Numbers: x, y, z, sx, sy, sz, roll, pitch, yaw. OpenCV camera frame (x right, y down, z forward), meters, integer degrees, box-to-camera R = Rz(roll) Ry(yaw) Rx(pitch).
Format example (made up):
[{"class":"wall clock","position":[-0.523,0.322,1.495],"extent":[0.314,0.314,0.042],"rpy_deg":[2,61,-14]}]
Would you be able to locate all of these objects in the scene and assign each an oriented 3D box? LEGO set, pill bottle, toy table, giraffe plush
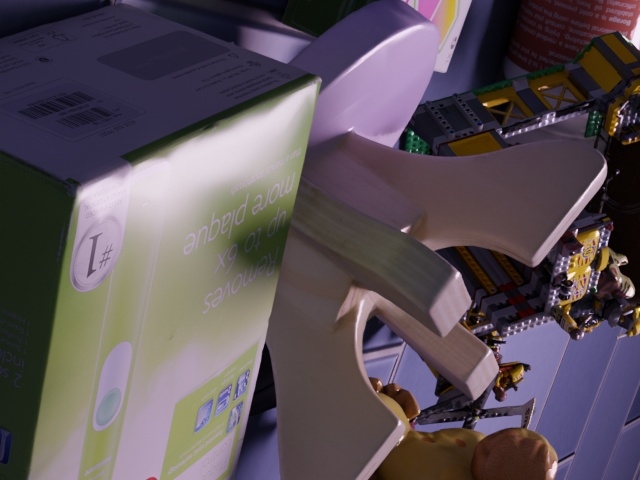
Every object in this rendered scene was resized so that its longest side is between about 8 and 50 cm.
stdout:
[{"class":"LEGO set","position":[0.188,0.020,1.304],"extent":[0.255,0.192,0.331],"rpy_deg":[-11,136,-27]},{"class":"pill bottle","position":[0.221,-0.177,1.392],"extent":[0.121,0.121,0.216],"rpy_deg":[-28,137,-60]},{"class":"toy table","position":[0.020,0.015,0.940],"extent":[0.274,0.161,0.252],"rpy_deg":[-54,162,5]},{"class":"giraffe plush","position":[0.057,0.168,1.190],"extent":[0.210,0.170,0.181],"rpy_deg":[-75,-172,-48]}]

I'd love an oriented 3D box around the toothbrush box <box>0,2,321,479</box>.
[{"class":"toothbrush box","position":[-0.122,0.054,0.779],"extent":[0.206,0.122,0.283],"rpy_deg":[-31,140,-58]}]

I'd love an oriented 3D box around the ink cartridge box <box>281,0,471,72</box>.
[{"class":"ink cartridge box","position":[0.058,-0.170,1.077],"extent":[0.209,0.062,0.109],"rpy_deg":[-3,114,-68]}]

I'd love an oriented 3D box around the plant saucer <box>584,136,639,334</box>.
[{"class":"plant saucer","position":[0.281,-0.068,1.461],"extent":[0.050,0.310,0.311],"rpy_deg":[-3,117,-37]}]

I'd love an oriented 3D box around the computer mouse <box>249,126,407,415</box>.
[{"class":"computer mouse","position":[0.000,0.000,1.111],"extent":[0.262,0.060,0.184],"rpy_deg":[-67,160,-4]}]
